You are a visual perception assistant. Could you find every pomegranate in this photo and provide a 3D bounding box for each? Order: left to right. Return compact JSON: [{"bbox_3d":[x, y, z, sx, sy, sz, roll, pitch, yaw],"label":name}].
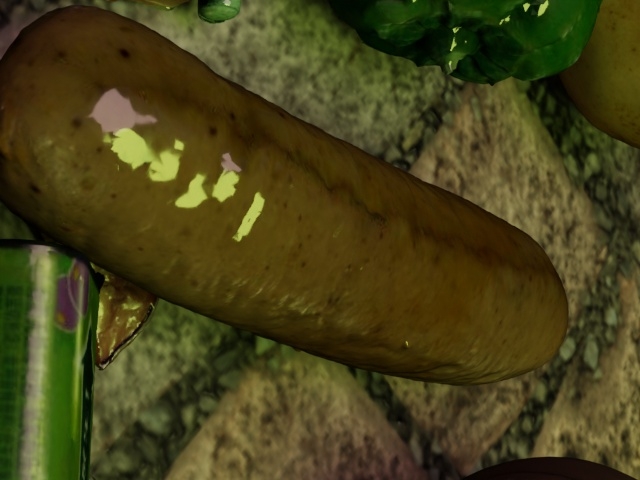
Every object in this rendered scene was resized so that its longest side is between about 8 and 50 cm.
[{"bbox_3d":[0.259,-0.167,1.367,0.233,0.233,0.233,11,73,-42],"label":"pomegranate"}]

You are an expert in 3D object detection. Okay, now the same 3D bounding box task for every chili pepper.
[{"bbox_3d":[0.113,-0.279,1.264,0.167,0.213,0.385,44,52,-64],"label":"chili pepper"}]

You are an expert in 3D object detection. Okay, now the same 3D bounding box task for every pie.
[{"bbox_3d":[-0.131,-0.022,1.078,0.092,0.034,0.170,-38,107,-38],"label":"pie"}]

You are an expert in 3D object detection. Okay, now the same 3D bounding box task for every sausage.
[{"bbox_3d":[0.002,0.002,1.112,0.501,0.123,0.136,24,21,-46],"label":"sausage"}]

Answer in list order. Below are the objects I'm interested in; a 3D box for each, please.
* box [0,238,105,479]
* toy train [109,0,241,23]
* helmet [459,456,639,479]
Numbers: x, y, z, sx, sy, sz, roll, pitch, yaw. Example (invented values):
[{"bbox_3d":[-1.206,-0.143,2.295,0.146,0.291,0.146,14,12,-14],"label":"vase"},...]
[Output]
[{"bbox_3d":[-0.164,0.175,0.941,0.097,0.134,0.345,2,77,-1],"label":"box"},{"bbox_3d":[-0.078,-0.221,1.149,0.118,0.074,0.176,11,76,-39],"label":"toy train"},{"bbox_3d":[0.153,0.285,1.153,0.197,0.271,0.338,-44,113,-75],"label":"helmet"}]
